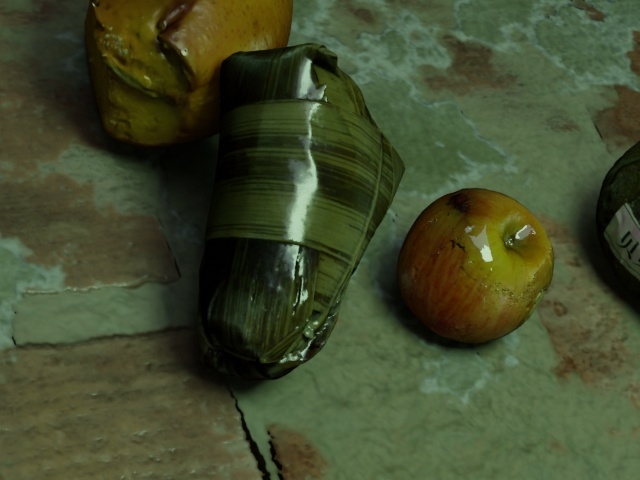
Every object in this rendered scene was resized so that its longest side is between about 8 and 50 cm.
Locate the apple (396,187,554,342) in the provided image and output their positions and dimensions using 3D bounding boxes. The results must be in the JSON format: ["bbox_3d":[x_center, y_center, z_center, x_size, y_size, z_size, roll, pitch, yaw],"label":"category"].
[{"bbox_3d":[0.141,0.019,1.327,0.146,0.146,0.146,12,47,-13],"label":"apple"}]

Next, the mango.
[{"bbox_3d":[-0.131,-0.225,1.408,0.199,0.201,0.350,51,29,-26],"label":"mango"}]

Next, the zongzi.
[{"bbox_3d":[0.000,0.000,1.307,0.134,0.288,0.286,4,75,25],"label":"zongzi"}]

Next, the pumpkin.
[{"bbox_3d":[0.410,-0.021,1.435,0.260,0.189,0.260,13,46,-14],"label":"pumpkin"}]
